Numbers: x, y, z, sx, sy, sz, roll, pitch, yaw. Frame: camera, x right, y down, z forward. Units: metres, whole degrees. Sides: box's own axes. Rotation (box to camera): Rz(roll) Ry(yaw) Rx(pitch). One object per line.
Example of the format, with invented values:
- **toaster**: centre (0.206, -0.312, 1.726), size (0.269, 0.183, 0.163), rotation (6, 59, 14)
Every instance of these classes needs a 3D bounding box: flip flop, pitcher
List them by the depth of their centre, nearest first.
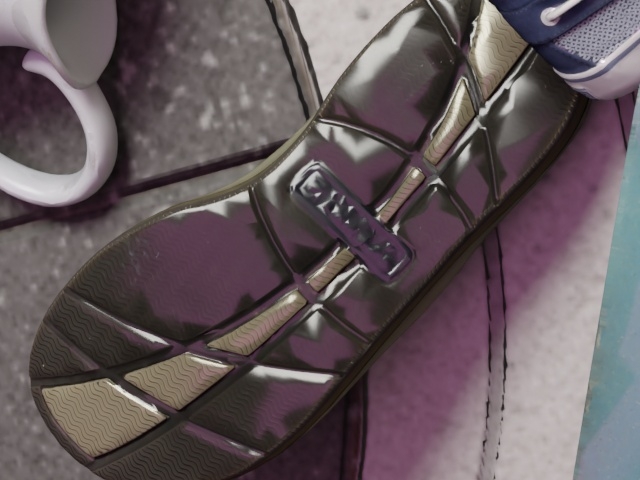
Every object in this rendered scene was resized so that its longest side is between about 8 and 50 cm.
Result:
- **flip flop**: centre (0.000, 0.000, 0.790), size (0.277, 0.080, 0.112), rotation (-44, 80, 7)
- **pitcher**: centre (-0.186, -0.105, 0.843), size (0.207, 0.125, 0.178), rotation (8, 116, 13)

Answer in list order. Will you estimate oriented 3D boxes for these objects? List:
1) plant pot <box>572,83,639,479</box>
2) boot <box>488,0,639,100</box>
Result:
- **plant pot**: centre (0.221, 0.037, 0.645), size (0.234, 0.165, 0.166), rotation (10, 101, 16)
- **boot**: centre (0.133, -0.141, 0.679), size (0.086, 0.069, 0.190), rotation (37, 102, -26)
